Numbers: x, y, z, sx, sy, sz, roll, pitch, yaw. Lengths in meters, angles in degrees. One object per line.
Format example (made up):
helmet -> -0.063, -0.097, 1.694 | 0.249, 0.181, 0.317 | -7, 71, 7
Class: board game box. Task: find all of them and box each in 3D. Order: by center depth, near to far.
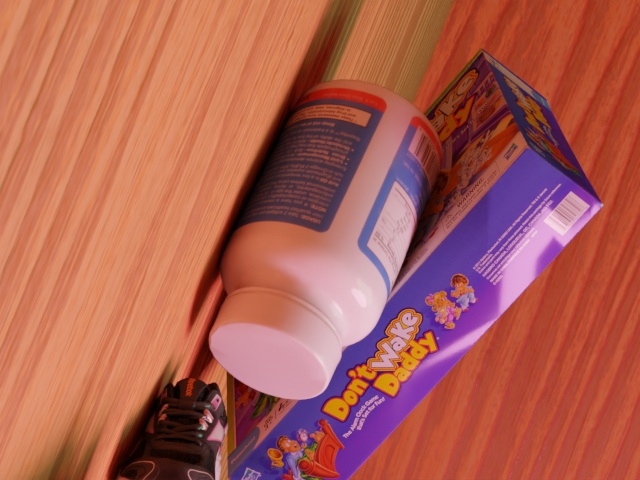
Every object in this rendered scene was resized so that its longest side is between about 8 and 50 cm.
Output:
board game box -> 0.060, 0.032, 1.408 | 0.347, 0.078, 0.233 | -49, -162, 16

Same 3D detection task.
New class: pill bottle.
pill bottle -> 0.000, 0.000, 1.282 | 0.124, 0.124, 0.221 | 106, 7, -56

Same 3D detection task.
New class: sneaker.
sneaker -> -0.098, 0.133, 1.198 | 0.178, 0.072, 0.077 | -130, -131, -85
